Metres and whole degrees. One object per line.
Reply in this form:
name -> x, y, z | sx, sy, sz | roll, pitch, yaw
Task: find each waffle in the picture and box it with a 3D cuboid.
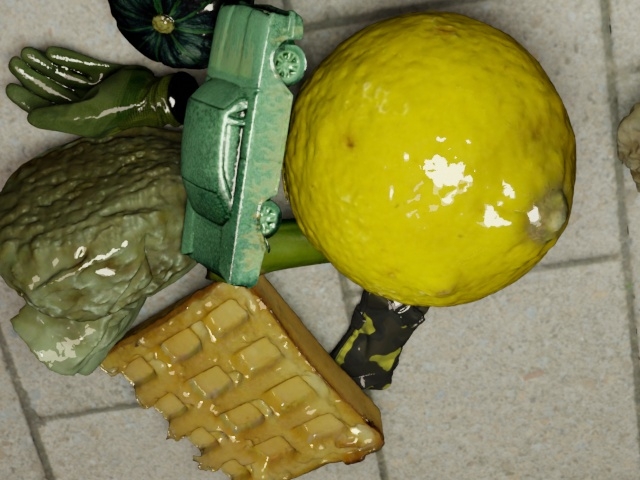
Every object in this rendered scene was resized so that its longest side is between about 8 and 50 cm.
waffle -> -0.109, 0.215, 1.562 | 0.304, 0.077, 0.348 | -30, 110, 28

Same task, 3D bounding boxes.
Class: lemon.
lemon -> 0.137, -0.093, 1.273 | 0.350, 0.387, 0.349 | -14, 114, -34

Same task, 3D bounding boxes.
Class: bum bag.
bum bag -> 0.082, 0.134, 1.550 | 0.107, 0.060, 0.232 | 23, 120, 0

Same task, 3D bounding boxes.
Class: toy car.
toy car -> -0.099, -0.114, 1.242 | 0.097, 0.141, 0.320 | 1, 105, -34

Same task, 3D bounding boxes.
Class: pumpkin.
pumpkin -> -0.174, -0.299, 1.324 | 0.194, 0.150, 0.194 | 1, 116, 2

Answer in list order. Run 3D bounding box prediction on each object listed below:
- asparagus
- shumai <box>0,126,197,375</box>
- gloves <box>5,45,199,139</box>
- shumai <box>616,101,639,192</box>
asparagus -> 0.000, 0.002, 1.447 | 0.343, 0.085, 0.082 | -9, 112, -24
shumai -> -0.265, 0.028, 1.443 | 0.330, 0.292, 0.288 | -27, 129, -18
gloves -> -0.288, -0.187, 1.404 | 0.268, 0.135, 0.107 | 11, 139, 13
shumai -> 0.546, -0.132, 1.351 | 0.262, 0.267, 0.314 | -47, 136, -9
